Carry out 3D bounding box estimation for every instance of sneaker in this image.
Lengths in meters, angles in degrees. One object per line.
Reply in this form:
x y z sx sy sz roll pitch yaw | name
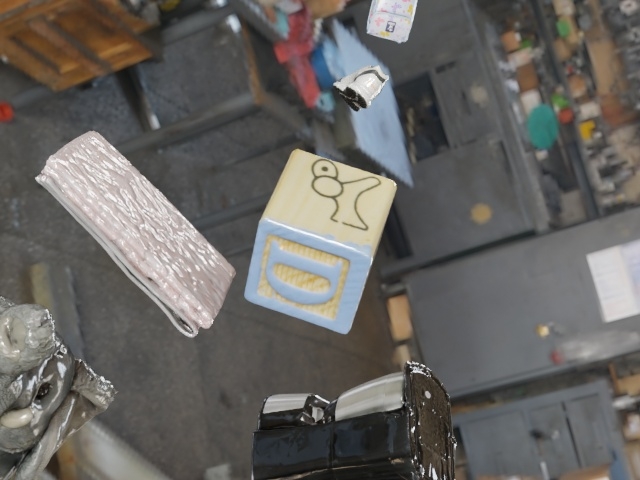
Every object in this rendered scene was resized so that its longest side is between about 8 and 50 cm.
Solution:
0.046 -0.167 1.181 0.040 0.044 0.109 46 -4 -16 | sneaker

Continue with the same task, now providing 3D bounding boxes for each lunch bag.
0.118 -0.373 1.800 0.053 0.071 0.083 -160 -95 -81 | lunch bag

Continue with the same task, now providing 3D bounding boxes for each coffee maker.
0.027 0.211 1.038 0.120 0.178 0.171 56 31 -28 | coffee maker

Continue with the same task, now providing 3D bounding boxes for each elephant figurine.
-0.225 0.111 0.751 0.169 0.239 0.186 35 15 -40 | elephant figurine

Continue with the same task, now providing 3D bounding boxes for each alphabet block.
0.000 0.000 1.793 0.197 0.192 0.193 -67 176 -47 | alphabet block

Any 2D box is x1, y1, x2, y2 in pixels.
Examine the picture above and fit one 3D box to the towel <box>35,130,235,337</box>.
-0.268 -0.019 1.645 0.332 0.053 0.317 47 10 -9 | towel
